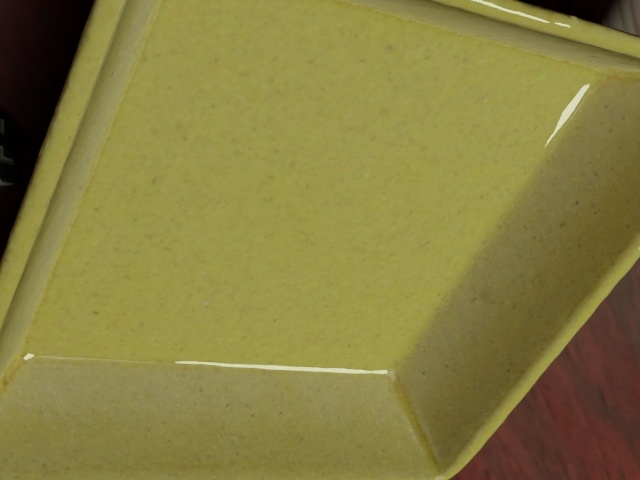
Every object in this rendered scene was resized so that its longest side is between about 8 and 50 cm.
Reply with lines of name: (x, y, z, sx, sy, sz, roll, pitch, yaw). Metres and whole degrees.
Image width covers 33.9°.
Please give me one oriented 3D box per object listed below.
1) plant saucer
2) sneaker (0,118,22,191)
plant saucer: (0.000, 0.000, 0.532, 0.333, 0.081, 0.333, 7, 130, -32)
sneaker: (-0.177, -0.046, 0.438, 0.109, 0.040, 0.044, 25, 136, -37)
